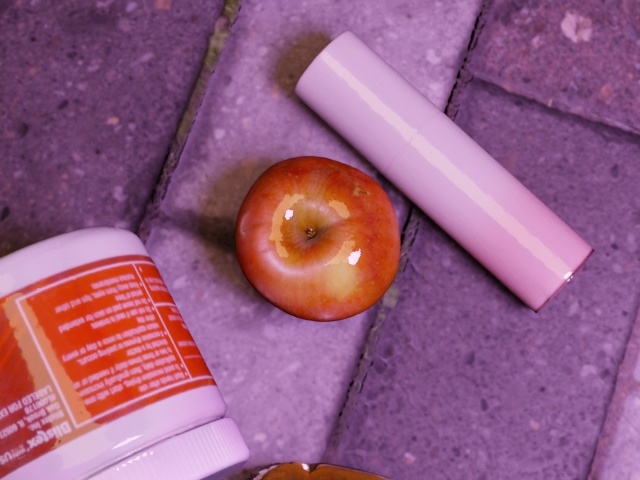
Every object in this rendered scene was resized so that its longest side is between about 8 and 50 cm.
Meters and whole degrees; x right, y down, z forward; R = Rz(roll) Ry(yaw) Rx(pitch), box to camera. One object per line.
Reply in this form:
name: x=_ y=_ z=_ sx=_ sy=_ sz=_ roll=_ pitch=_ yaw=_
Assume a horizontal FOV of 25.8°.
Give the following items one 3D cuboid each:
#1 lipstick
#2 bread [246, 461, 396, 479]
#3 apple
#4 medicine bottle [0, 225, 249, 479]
lipstick: x=0.121 y=-0.069 z=1.380 sx=0.327 sy=0.087 sz=0.087 roll=43 pitch=78 yaw=6
bread: x=0.013 y=0.303 z=1.278 sx=0.209 sy=0.110 sz=0.192 roll=14 pitch=78 yaw=0
apple: x=0.000 y=0.000 z=1.336 sx=0.163 sy=0.139 sz=0.163 roll=-1 pitch=81 yaw=9
medicine bottle: x=-0.223 y=0.144 z=1.227 sx=0.252 sy=0.252 sz=0.241 roll=-27 pitch=79 yaw=-9
